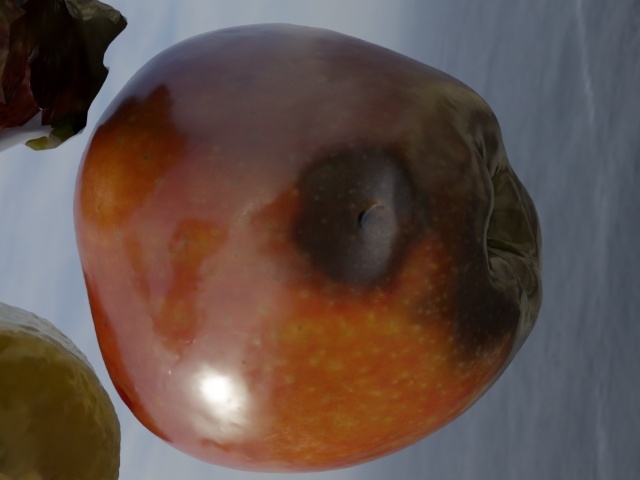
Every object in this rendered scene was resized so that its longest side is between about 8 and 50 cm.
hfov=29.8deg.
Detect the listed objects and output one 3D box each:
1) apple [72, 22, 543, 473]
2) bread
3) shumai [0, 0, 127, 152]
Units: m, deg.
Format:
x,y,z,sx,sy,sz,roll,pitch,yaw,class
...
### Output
x,y,z,sx,sy,sz,roll,pitch,yaw,class
0.000,0.000,0.594,0.230,0.230,0.230,6,-90,-89,apple
-0.218,0.131,0.720,0.170,0.197,0.197,-145,59,-72,bread
-0.248,-0.061,0.560,0.346,0.283,0.217,-46,-30,-59,shumai
